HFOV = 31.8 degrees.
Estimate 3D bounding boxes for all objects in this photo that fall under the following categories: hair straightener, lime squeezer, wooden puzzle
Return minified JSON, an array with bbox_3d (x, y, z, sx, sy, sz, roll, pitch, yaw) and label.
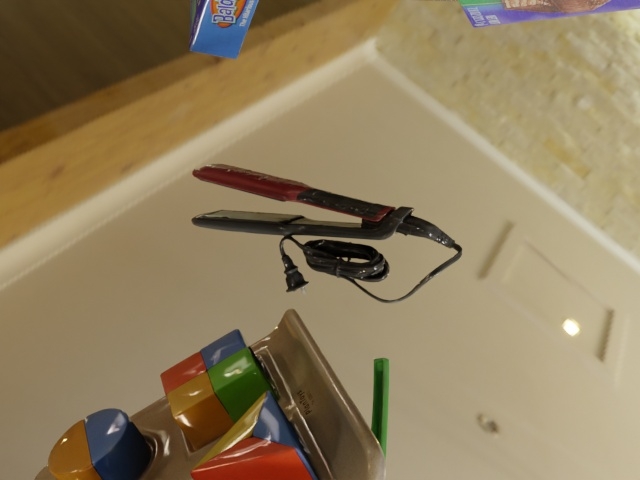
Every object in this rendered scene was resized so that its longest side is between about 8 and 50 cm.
[{"bbox_3d":[0.000,0.000,0.892,0.230,0.089,0.047,12,-164,21],"label":"hair straightener"},{"bbox_3d":[0.017,0.247,0.991,0.110,0.059,0.310,44,-132,-10],"label":"lime squeezer"},{"bbox_3d":[-0.136,0.211,1.037,0.080,0.348,0.322,56,178,-26],"label":"wooden puzzle"}]

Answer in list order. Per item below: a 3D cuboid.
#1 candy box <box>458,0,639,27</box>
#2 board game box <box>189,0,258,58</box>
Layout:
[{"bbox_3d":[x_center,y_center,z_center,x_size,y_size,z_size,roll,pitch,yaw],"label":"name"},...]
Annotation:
[{"bbox_3d":[0.245,-0.293,0.916,0.268,0.317,0.122,34,-124,-62],"label":"candy box"},{"bbox_3d":[-0.074,-0.289,0.966,0.047,0.160,0.210,8,-123,-15],"label":"board game box"}]
